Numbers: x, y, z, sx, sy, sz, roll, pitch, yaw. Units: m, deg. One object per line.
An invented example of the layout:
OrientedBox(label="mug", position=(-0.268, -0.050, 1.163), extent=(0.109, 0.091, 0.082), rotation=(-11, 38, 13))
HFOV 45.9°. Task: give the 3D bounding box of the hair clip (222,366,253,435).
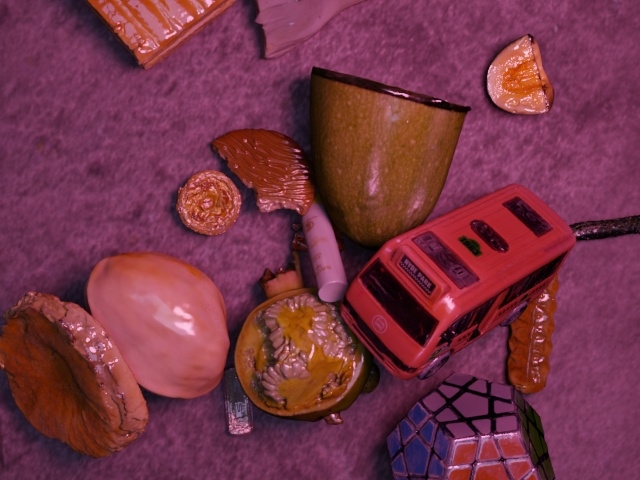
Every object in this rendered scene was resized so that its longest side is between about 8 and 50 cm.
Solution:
OrientedBox(label="hair clip", position=(-0.165, 0.319, 1.507), extent=(0.054, 0.022, 0.137), rotation=(-6, 91, -7))

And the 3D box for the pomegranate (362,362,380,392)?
OrientedBox(label="pomegranate", position=(0.087, 0.262, 1.510), extent=(0.073, 0.073, 0.084), rotation=(11, 82, -6))

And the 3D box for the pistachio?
OrientedBox(label="pistachio", position=(-0.293, 0.150, 1.388), extent=(0.309, 0.230, 0.230), rotation=(41, 87, -8))

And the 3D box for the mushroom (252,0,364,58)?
OrientedBox(label="mushroom", position=(0.015, -0.485, 1.479), extent=(0.329, 0.122, 0.159), rotation=(-21, 129, -5))

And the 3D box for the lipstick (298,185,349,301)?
OrientedBox(label="lipstick", position=(0.000, 0.000, 1.417), extent=(0.059, 0.263, 0.059), rotation=(-8, 136, -7))

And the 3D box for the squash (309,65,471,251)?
OrientedBox(label="squash", position=(0.092, -0.142, 1.421), extent=(0.311, 0.310, 0.308), rotation=(14, 103, -6))

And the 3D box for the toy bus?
OrientedBox(label="toy bus", position=(0.254, 0.063, 1.350), extent=(0.427, 0.233, 0.203), rotation=(-23, 60, -38))

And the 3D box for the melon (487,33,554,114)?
OrientedBox(label="melon", position=(0.401, -0.326, 1.535), extent=(0.128, 0.079, 0.160), rotation=(-14, 93, 12))

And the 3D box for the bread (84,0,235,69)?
OrientedBox(label="bread", position=(-0.322, -0.480, 1.403), extent=(0.239, 0.111, 0.246), rotation=(-40, 100, -8))

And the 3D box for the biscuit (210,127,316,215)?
OrientedBox(label="biscuit", position=(-0.113, -0.140, 1.459), extent=(0.229, 0.031, 0.176), rotation=(15, 63, 6))

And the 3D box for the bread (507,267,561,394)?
OrientedBox(label="bread", position=(0.438, 0.131, 1.541), extent=(0.084, 0.077, 0.367), rotation=(6, 91, -7))

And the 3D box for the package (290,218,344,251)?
OrientedBox(label="package", position=(-0.005, -0.013, 1.513), extent=(0.111, 0.033, 0.077), rotation=(-4, 82, -11))

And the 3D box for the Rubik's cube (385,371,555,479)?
OrientedBox(label="Rubik's cube", position=(0.284, 0.411, 1.433), extent=(0.264, 0.319, 0.318), rotation=(11, 90, -31))

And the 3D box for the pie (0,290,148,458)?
OrientedBox(label="pie", position=(-0.457, 0.246, 1.360), extent=(0.340, 0.083, 0.339), rotation=(16, 123, 26))

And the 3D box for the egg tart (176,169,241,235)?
OrientedBox(label="egg tart", position=(-0.219, -0.072, 1.482), extent=(0.129, 0.049, 0.128), rotation=(-1, 93, -12))

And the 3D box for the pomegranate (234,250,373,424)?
OrientedBox(label="pomegranate", position=(-0.036, 0.183, 1.424), extent=(0.261, 0.260, 0.340), rotation=(-10, 63, -6))

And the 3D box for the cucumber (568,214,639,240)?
OrientedBox(label="cucumber", position=(0.614, -0.027, 1.574), extent=(0.257, 0.043, 0.044), rotation=(-7, 87, -5))
